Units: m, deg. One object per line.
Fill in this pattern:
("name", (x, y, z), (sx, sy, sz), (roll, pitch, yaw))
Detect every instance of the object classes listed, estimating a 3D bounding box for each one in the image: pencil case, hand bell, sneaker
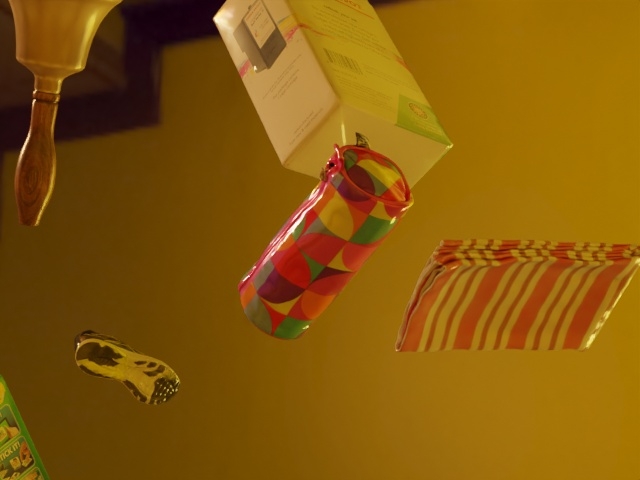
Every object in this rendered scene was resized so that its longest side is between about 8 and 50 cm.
("pencil case", (0.000, 0.000, 1.410), (0.104, 0.104, 0.236), (12, 130, -31))
("hand bell", (-0.272, -0.133, 1.317), (0.126, 0.242, 0.126), (10, -171, -2))
("sneaker", (-0.130, 0.082, 0.905), (0.083, 0.031, 0.035), (33, -171, -32))

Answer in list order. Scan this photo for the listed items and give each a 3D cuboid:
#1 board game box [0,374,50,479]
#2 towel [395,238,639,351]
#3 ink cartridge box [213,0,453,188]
("board game box", (-0.481, 0.339, 1.685), (0.046, 0.213, 0.317), (-6, -158, 37))
("towel", (0.174, 0.055, 1.181), (0.197, 0.029, 0.144), (1, 140, -14))
("ink cartridge box", (-0.001, -0.228, 1.710), (0.207, 0.353, 0.119), (17, 127, -42))
